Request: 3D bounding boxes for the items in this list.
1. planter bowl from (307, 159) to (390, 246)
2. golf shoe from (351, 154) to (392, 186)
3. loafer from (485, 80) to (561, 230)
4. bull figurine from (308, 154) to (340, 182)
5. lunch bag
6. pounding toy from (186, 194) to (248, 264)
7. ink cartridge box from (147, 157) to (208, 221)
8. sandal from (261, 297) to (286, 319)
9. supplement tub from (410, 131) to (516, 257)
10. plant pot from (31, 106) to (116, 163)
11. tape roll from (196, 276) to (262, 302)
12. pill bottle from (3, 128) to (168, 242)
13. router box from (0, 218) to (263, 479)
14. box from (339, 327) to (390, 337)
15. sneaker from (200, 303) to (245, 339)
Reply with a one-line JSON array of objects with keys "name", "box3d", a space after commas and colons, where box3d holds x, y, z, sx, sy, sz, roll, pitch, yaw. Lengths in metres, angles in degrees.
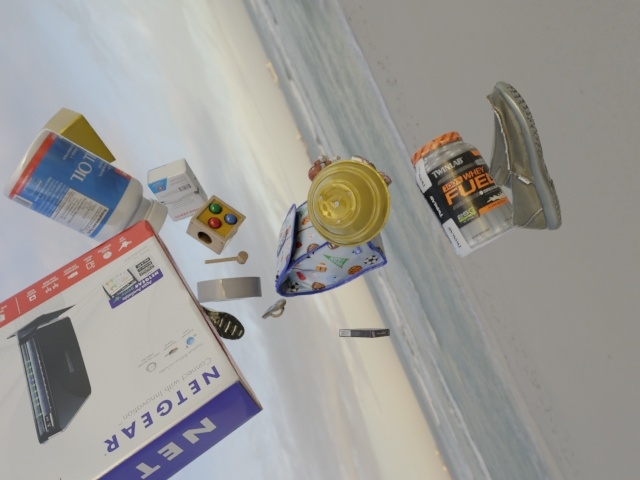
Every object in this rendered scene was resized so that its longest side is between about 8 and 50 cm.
[{"name": "planter bowl", "box3d": [0.051, -0.089, 1.159, 0.217, 0.217, 0.090, 67, -159, 5]}, {"name": "golf shoe", "box3d": [0.187, -0.258, 1.882, 0.186, 0.086, 0.067, 40, -179, -1]}, {"name": "loafer", "box3d": [0.303, -0.122, 0.756, 0.094, 0.087, 0.251, -42, -68, -58]}, {"name": "bull figurine", "box3d": [0.086, -0.248, 2.111, 0.310, 0.188, 0.101, 32, -139, 5]}, {"name": "lunch bag", "box3d": [0.000, 0.000, 1.693, 0.239, 0.385, 0.328, 48, -157, -31]}, {"name": "pounding toy", "box3d": [-0.302, -0.012, 1.485, 0.206, 0.094, 0.181, 34, -131, -3]}, {"name": "ink cartridge box", "box3d": [-0.520, -0.182, 1.772, 0.203, 0.148, 0.086, 70, 180, -49]}, {"name": "sandal", "box3d": [-0.167, 0.267, 1.815, 0.049, 0.072, 0.180, 46, 143, -2]}, {"name": "supplement tub", "box3d": [0.392, -0.129, 1.333, 0.316, 0.193, 0.193, 62, -178, 11]}, {"name": "plant pot", "box3d": [-0.955, -0.353, 1.835, 0.212, 0.187, 0.212, 24, 151, 41]}, {"name": "tape roll", "box3d": [-0.313, 0.171, 1.662, 0.219, 0.219, 0.072, 47, -144, -81]}, {"name": "pill bottle", "box3d": [-0.370, -0.072, 0.783, 0.221, 0.124, 0.124, 32, -158, -30]}, {"name": "router box", "box3d": [-0.282, 0.163, 0.548, 0.301, 0.335, 0.082, 44, 162, 39]}, {"name": "box", "box3d": [0.150, 0.308, 1.610, 0.162, 0.116, 0.029, 17, -109, -59]}, {"name": "sneaker", "box3d": [-0.435, 0.325, 1.981, 0.271, 0.100, 0.108, 24, 172, -1]}]
